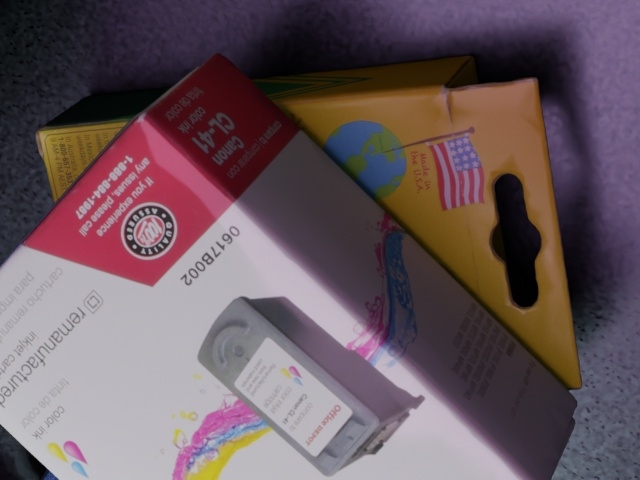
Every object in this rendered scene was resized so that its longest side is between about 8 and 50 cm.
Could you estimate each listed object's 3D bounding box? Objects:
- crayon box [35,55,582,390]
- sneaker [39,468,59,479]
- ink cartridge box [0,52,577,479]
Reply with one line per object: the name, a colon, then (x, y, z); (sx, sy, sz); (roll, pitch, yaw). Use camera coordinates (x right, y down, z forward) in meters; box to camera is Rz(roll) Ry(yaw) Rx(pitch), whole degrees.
crayon box: (0.000, 0.000, 1.138); (0.319, 0.081, 0.202); (-4, 109, 19)
sneaker: (-0.205, 0.264, 1.229); (0.147, 0.130, 0.330); (27, 74, 21)
ink cartridge box: (-0.037, 0.081, 1.064); (0.306, 0.131, 0.226); (44, 116, -1)
